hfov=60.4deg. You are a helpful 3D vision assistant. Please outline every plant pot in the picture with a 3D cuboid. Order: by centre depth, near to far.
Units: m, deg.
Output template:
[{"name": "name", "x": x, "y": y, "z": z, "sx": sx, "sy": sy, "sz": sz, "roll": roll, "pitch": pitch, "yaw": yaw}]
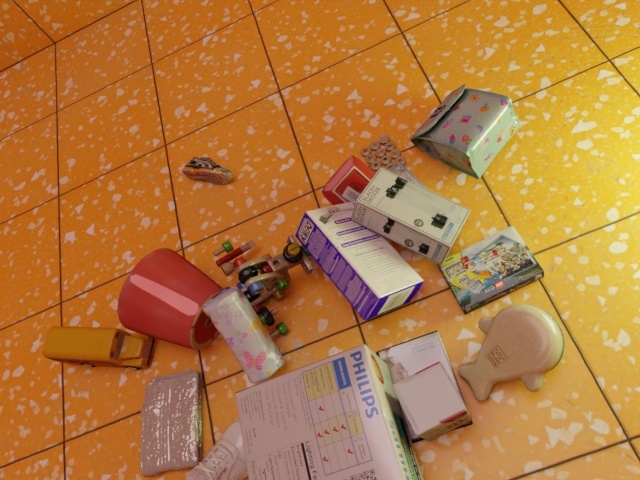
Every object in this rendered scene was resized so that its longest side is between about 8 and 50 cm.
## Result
[{"name": "plant pot", "x": -0.426, "y": 0.193, "z": 1.666, "sx": 0.243, "sy": 0.275, "sz": 0.275, "roll": 23, "pitch": 74, "yaw": 19}]

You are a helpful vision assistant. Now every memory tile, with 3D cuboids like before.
[{"name": "memory tile", "x": 0.204, "y": -0.276, "z": 1.797, "sx": 0.113, "sy": 0.012, "sz": 0.148, "roll": -31, "pitch": 57, "yaw": 3}]

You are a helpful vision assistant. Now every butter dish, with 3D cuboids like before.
[{"name": "butter dish", "x": 0.102, "y": -0.158, "z": 1.721, "sx": 0.160, "sy": 0.118, "sz": 0.160, "roll": 41, "pitch": 90, "yaw": -7}]

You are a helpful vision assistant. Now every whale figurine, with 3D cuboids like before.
[{"name": "whale figurine", "x": 0.472, "y": 0.279, "z": 1.358, "sx": 0.272, "sy": 0.141, "sz": 0.216, "roll": -50, "pitch": 54, "yaw": 21}]

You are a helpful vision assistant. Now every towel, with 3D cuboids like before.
[{"name": "towel", "x": -0.431, "y": 0.526, "z": 1.604, "sx": 0.187, "sy": 0.049, "sz": 0.282, "roll": -16, "pitch": 60, "yaw": 13}]

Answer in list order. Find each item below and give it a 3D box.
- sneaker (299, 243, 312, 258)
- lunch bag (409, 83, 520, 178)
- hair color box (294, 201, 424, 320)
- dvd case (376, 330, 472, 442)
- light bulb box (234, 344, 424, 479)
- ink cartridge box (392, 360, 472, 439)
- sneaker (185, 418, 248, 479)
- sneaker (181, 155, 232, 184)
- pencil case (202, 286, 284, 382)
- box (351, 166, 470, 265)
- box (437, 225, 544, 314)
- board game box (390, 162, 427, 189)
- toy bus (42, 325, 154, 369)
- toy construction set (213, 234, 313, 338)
[{"name": "sneaker", "x": 0.000, "y": 0.000, "z": 1.705, "sx": 0.152, "sy": 0.061, "sz": 0.053, "roll": -35, "pitch": 55, "yaw": -1}, {"name": "lunch bag", "x": 0.424, "y": -0.343, "z": 1.666, "sx": 0.223, "sy": 0.160, "sz": 0.262, "roll": -50, "pitch": 47, "yaw": -5}, {"name": "hair color box", "x": 0.103, "y": 0.048, "z": 1.543, "sx": 0.185, "sy": 0.110, "sz": 0.339, "roll": -14, "pitch": 55, "yaw": -39}, {"name": "dvd case", "x": 0.263, "y": 0.379, "z": 1.430, "sx": 0.180, "sy": 0.022, "sz": 0.253, "roll": -21, "pitch": 59, "yaw": 9}, {"name": "light bulb box", "x": 0.024, "y": 0.496, "z": 1.330, "sx": 0.361, "sy": 0.225, "sz": 0.357, "roll": -23, "pitch": 58, "yaw": 12}, {"name": "ink cartridge box", "x": 0.269, "y": 0.386, "z": 1.307, "sx": 0.128, "sy": 0.176, "sz": 0.127, "roll": -30, "pitch": 60, "yaw": 6}, {"name": "sneaker", "x": -0.268, "y": 0.609, "z": 1.437, "sx": 0.114, "sy": 0.152, "sz": 0.305, "roll": 17, "pitch": 70, "yaw": 30}, {"name": "sneaker", "x": -0.402, "y": -0.260, "z": 1.981, "sx": 0.215, "sy": 0.084, "sz": 0.083, "roll": 13, "pitch": 65, "yaw": 27}, {"name": "pencil case", "x": -0.216, "y": 0.265, "z": 1.538, "sx": 0.124, "sy": 0.113, "sz": 0.273, "roll": -30, "pitch": 98, "yaw": 16}, {"name": "box", "x": 0.253, "y": -0.072, "z": 1.554, "sx": 0.290, "sy": 0.087, "sz": 0.169, "roll": 28, "pitch": 54, "yaw": 14}, {"name": "box", "x": 0.459, "y": 0.080, "z": 1.497, "sx": 0.233, "sy": 0.044, "sz": 0.159, "roll": -27, "pitch": 58, "yaw": 6}, {"name": "board game box", "x": 0.257, "y": -0.158, "z": 1.708, "sx": 0.103, "sy": 0.026, "sz": 0.154, "roll": -37, "pitch": 57, "yaw": 0}, {"name": "toy bus", "x": -0.703, "y": 0.339, "z": 1.754, "sx": 0.333, "sy": 0.130, "sz": 0.108, "roll": -2, "pitch": 64, "yaw": 20}, {"name": "toy construction set", "x": -0.153, "y": 0.077, "z": 1.657, "sx": 0.237, "sy": 0.257, "sz": 0.309, "roll": -32, "pitch": 47, "yaw": -18}]
